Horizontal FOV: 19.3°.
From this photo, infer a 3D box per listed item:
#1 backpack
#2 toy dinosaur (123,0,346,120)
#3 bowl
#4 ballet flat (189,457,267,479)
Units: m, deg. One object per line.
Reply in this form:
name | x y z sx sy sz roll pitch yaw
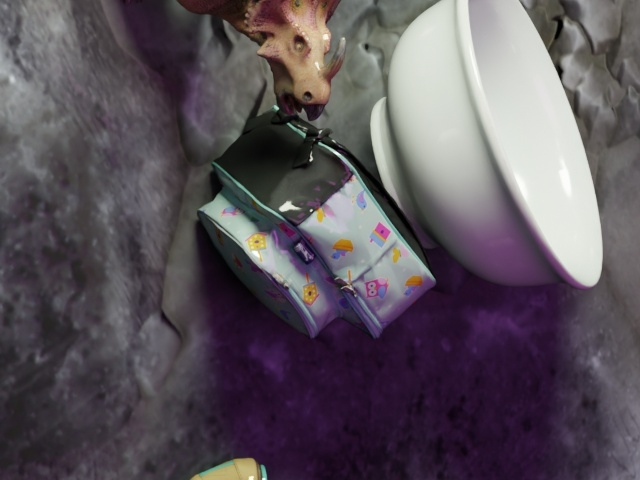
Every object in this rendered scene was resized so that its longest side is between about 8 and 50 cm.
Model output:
backpack | 0.000 0.000 1.580 0.188 0.166 0.144 42 85 -31
toy dinosaur | -0.077 -0.248 1.466 0.127 0.200 0.295 -47 120 -24
bowl | 0.133 -0.080 1.657 0.298 0.134 0.298 50 29 -43
ballet flat | -0.072 0.301 1.628 0.073 0.080 0.232 -8 99 -9
